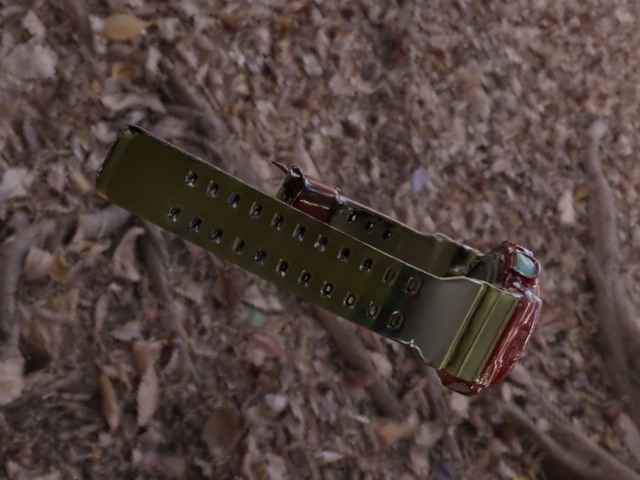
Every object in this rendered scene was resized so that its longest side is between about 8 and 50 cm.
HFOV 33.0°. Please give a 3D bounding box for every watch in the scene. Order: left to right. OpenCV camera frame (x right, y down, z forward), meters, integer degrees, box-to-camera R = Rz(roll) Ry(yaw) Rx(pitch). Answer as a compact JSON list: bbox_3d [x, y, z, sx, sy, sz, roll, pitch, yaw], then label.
[{"bbox_3d":[0.007,0.002,0.678,0.268,0.102,0.165,27,8,4],"label":"watch"}]
